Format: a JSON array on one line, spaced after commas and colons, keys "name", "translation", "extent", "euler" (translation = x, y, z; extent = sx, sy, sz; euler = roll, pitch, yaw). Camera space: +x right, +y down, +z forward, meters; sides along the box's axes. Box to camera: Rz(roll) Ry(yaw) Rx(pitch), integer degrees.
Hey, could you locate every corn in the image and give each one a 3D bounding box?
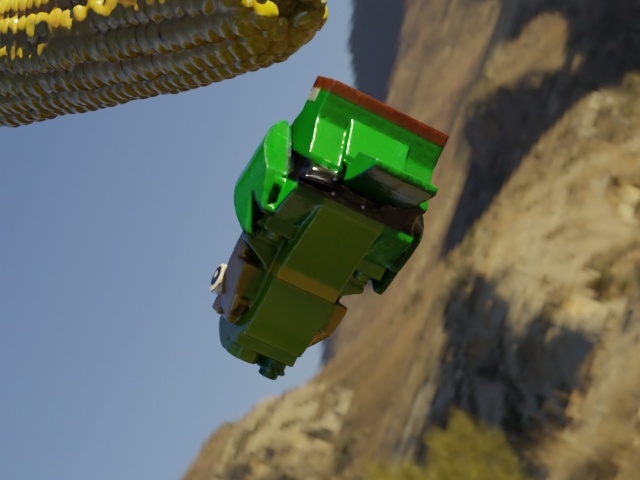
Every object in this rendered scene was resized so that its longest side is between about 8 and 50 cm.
[{"name": "corn", "translation": [-0.143, -0.156, 1.125], "extent": [0.120, 0.363, 0.120], "euler": [18, -113, -49]}]

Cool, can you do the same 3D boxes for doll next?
[{"name": "doll", "translation": [0.000, -0.005, 0.890], "extent": [0.186, 0.106, 0.134], "euler": [-55, 22, 30]}]
